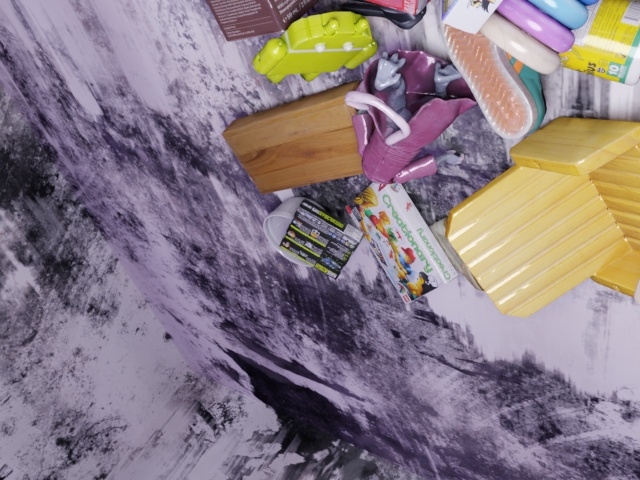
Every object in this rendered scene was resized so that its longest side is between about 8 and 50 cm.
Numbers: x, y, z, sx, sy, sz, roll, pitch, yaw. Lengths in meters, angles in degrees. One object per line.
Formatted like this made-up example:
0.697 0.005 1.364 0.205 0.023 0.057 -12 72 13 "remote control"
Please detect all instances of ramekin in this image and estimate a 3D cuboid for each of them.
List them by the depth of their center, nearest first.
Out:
-0.054 -0.032 1.870 0.207 0.109 0.207 26 147 18 "ramekin"

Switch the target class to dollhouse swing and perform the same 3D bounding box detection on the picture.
0.462 0.006 1.175 0.347 0.305 0.315 51 176 -20 "dollhouse swing"

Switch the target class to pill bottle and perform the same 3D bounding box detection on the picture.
0.415 -0.328 1.009 0.208 0.118 0.118 24 146 21 "pill bottle"

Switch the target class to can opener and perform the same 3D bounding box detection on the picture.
0.118 -0.448 1.219 0.186 0.059 0.073 27 175 35 "can opener"

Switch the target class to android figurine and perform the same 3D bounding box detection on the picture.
-0.005 -0.379 1.271 0.273 0.248 0.056 -15 86 61 "android figurine"

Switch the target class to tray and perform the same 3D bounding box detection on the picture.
-0.037 -0.238 1.571 0.410 0.076 0.203 -7 127 40 "tray"

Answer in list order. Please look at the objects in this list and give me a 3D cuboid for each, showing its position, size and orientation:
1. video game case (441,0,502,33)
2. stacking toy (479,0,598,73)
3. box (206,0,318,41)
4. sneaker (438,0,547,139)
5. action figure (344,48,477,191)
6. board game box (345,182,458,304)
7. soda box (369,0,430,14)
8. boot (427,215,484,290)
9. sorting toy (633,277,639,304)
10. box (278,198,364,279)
0.250 -0.465 0.865 0.061 0.270 0.244 15 152 -16 "video game case"
0.364 -0.403 0.876 0.141 0.141 0.330 35 116 4 "stacking toy"
-0.127 -0.526 1.251 0.167 0.168 0.203 7 137 40 "box"
0.310 -0.329 1.135 0.108 0.121 0.302 -21 95 43 "sneaker"
0.165 -0.197 1.286 0.248 0.276 0.370 31 145 6 "action figure"
0.199 -0.002 1.613 0.305 0.053 0.193 58 148 7 "board game box"
0.080 -0.496 1.153 0.263 0.092 0.083 25 144 19 "soda box"
0.322 0.043 1.617 0.165 0.077 0.213 -17 112 52 "boot"
0.656 0.052 1.061 0.208 0.038 0.193 8 127 10 "sorting toy"
0.000 0.000 1.727 0.190 0.045 0.184 30 140 2 "box"
